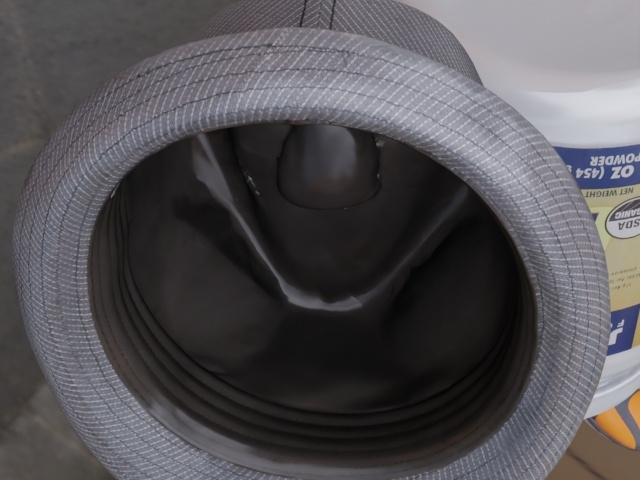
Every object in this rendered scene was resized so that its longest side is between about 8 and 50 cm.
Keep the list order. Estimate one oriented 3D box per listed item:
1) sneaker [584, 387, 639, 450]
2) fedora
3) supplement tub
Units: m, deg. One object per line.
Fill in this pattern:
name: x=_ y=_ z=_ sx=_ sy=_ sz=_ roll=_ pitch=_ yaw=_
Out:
sneaker: x=0.290 y=0.084 z=1.499 sx=0.125 sy=0.180 sz=0.321 roll=-31 pitch=122 yaw=-15
fedora: x=0.000 y=0.000 z=0.726 sx=0.244 sy=0.124 sz=0.275 roll=-2 pitch=133 yaw=10
supplement tub: x=0.147 y=-0.050 z=1.093 sx=0.228 sy=0.228 sz=0.316 roll=-25 pitch=142 yaw=-20
